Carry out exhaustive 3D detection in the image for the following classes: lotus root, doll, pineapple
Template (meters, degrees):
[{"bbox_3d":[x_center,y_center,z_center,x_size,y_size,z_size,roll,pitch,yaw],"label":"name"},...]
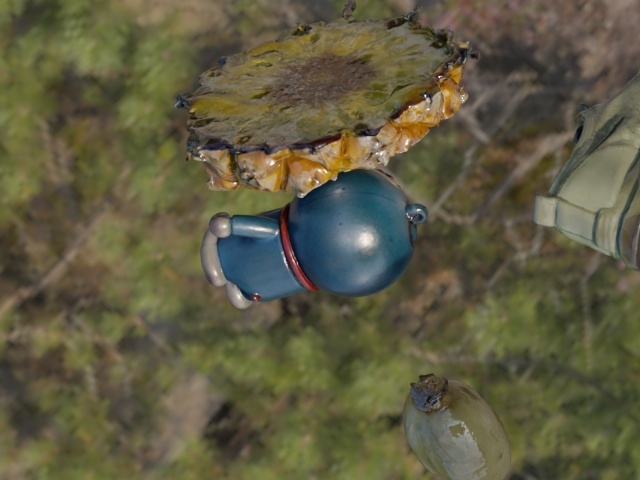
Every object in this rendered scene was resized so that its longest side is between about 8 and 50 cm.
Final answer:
[{"bbox_3d":[0.098,0.140,1.337,0.073,0.062,0.150,27,159,39],"label":"lotus root"},{"bbox_3d":[0.000,0.000,1.196,0.152,0.085,0.114,-17,144,22],"label":"doll"},{"bbox_3d":[0.004,-0.094,1.209,0.221,0.221,0.047,9,129,38],"label":"pineapple"}]

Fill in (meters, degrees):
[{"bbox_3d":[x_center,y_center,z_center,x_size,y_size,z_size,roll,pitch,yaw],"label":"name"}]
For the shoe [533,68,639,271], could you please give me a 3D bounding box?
[{"bbox_3d":[0.256,-0.079,1.504,0.098,0.275,0.103,13,125,18],"label":"shoe"}]
